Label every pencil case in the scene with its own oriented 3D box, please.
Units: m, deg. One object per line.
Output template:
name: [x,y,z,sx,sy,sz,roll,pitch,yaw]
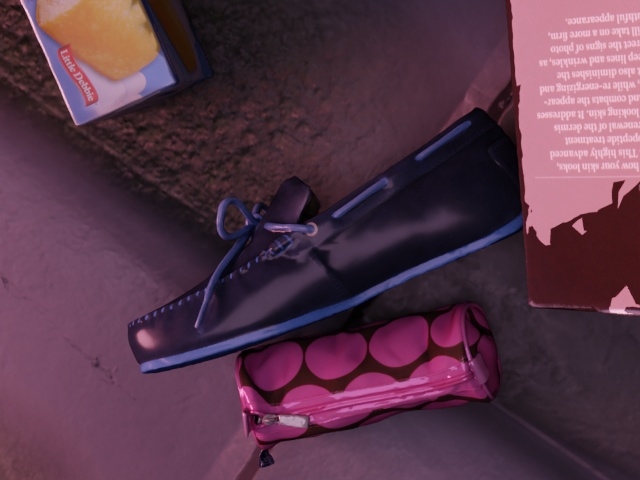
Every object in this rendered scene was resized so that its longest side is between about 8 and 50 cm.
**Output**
pencil case: [0.038,0.112,1.438,0.209,0.098,0.095,-15,95,10]

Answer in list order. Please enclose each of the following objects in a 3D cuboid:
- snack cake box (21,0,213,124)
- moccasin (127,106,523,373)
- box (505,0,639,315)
snack cake box: [-0.186,-0.228,1.401,0.089,0.152,0.264,-23,94,11]
moccasin: [0.000,0.000,1.429,0.342,0.138,0.117,-24,89,-3]
box: [0.250,-0.142,1.313,0.191,0.143,0.381,2,99,43]
